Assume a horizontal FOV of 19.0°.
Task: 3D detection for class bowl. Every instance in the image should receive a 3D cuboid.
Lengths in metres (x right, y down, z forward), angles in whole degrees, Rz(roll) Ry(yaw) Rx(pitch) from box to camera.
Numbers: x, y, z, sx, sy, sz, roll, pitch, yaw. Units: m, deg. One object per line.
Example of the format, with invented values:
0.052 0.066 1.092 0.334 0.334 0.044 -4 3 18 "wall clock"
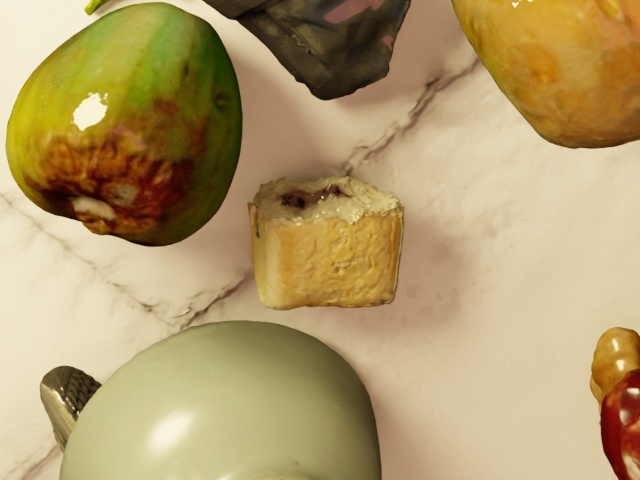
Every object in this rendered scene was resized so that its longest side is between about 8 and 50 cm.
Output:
-0.066 0.225 1.606 0.289 0.146 0.289 -7 114 -17 "bowl"

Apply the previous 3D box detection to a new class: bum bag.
-0.059 -0.232 1.469 0.310 0.074 0.137 38 120 -16 "bum bag"

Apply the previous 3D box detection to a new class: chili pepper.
-0.149 -0.196 1.515 0.083 0.017 0.030 -6 117 2 "chili pepper"

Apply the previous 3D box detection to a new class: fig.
-0.147 -0.093 1.488 0.181 0.181 0.191 29 89 -13 "fig"

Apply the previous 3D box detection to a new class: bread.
0.001 0.001 1.580 0.125 0.082 0.106 -3 127 -10 "bread"

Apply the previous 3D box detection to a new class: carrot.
0.266 -0.222 1.392 0.340 0.224 0.224 -34 111 14 "carrot"

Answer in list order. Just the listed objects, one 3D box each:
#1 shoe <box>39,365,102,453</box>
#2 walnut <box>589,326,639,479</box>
-0.199 0.199 1.681 0.077 0.074 0.194 -27 115 18 "shoe"
0.344 0.179 1.607 0.244 0.222 0.269 -4 130 38 "walnut"
